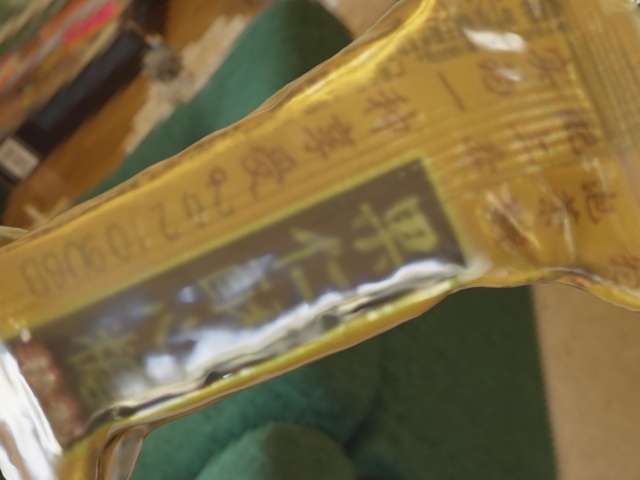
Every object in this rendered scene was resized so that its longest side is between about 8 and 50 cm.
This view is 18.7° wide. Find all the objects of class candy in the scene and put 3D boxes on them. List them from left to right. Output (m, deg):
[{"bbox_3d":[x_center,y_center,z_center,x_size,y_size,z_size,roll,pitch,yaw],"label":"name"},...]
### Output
[{"bbox_3d":[0.000,0.000,0.662,0.271,0.143,0.101,-26,-3,4],"label":"candy"}]
